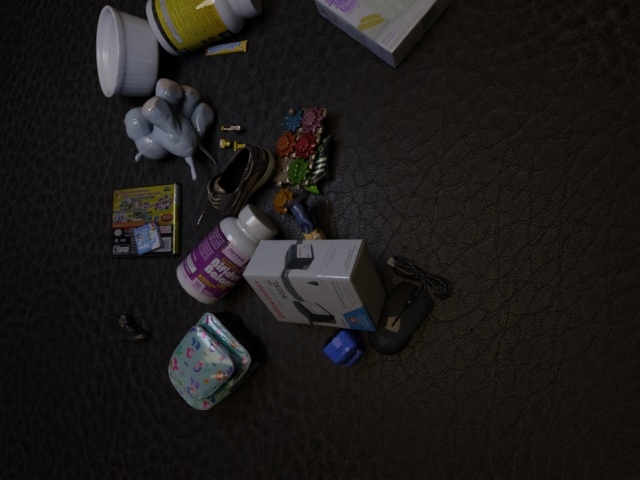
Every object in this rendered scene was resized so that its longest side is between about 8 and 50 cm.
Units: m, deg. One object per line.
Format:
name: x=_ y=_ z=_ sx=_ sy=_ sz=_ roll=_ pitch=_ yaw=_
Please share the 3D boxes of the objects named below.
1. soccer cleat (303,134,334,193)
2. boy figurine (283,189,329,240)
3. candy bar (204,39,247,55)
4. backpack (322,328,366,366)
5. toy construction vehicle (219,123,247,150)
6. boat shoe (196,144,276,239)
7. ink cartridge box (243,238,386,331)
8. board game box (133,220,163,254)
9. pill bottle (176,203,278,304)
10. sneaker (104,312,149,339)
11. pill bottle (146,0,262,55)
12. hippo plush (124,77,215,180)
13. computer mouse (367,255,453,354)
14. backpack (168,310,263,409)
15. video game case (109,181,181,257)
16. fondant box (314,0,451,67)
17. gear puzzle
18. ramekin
soccer cleat: x=0.008 y=-0.226 z=1.234 sx=0.072 sy=0.060 sz=0.179 roll=27 pitch=98 yaw=6
boy figurine: x=0.000 y=0.000 z=1.157 sx=0.092 sy=0.177 sz=0.285 roll=-33 pitch=94 yaw=1
candy bar: x=-0.321 y=-0.650 z=1.392 sx=0.162 sy=0.018 sz=0.040 roll=1 pitch=85 yaw=17
backpack: x=0.069 y=0.291 z=1.131 sx=0.101 sy=0.120 sz=0.098 roll=41 pitch=97 yaw=17
toy construction vehicle: x=-0.282 y=-0.336 z=1.347 sx=0.098 sy=0.035 sz=0.085 roll=3 pitch=97 yaw=20
boat shoe: x=-0.288 y=-0.153 z=1.262 sx=0.132 sy=0.130 sz=0.355 roll=44 pitch=104 yaw=29
ink cartridge box: x=-0.011 y=0.115 z=1.080 sx=0.307 sy=0.223 sz=0.129 roll=0 pitch=47 yaw=29
board game box: x=-0.577 y=-0.008 z=1.377 sx=0.090 sy=0.020 sz=0.090 roll=-20 pitch=81 yaw=16
pill bottle: x=-0.273 y=0.038 z=1.236 sx=0.301 sy=0.169 sz=0.169 roll=-45 pitch=74 yaw=10
sneaker: x=-0.659 y=0.289 z=1.397 sx=0.170 sy=0.051 sz=0.089 roll=-4 pitch=89 yaw=21
pill bottle: x=-0.368 y=-0.742 z=1.325 sx=0.334 sy=0.188 sz=0.187 roll=-13 pitch=81 yaw=17
hippo plush: x=-0.496 y=-0.364 z=1.355 sx=0.237 sy=0.234 sz=0.294 roll=-5 pitch=126 yaw=34
computer mouse: x=0.215 y=0.191 z=1.119 sx=0.188 sy=0.072 sz=0.272 roll=30 pitch=94 yaw=17
backpack: x=-0.328 y=0.366 z=1.223 sx=0.225 sy=0.191 sz=0.253 roll=42 pitch=103 yaw=16
video game case: x=-0.606 y=-0.068 z=1.422 sx=0.275 sy=0.035 sz=0.248 roll=-3 pitch=85 yaw=18
fondant box: x=0.173 y=-0.705 z=1.201 sx=0.330 sy=0.096 sz=0.238 roll=44 pitch=99 yaw=17
gear puzzle: x=-0.092 y=-0.244 z=1.240 sx=0.175 sy=0.044 sz=0.338 roll=14 pitch=90 yaw=39
ramekin: x=-0.645 y=-0.615 z=1.375 sx=0.277 sy=0.135 sz=0.277 roll=10 pitch=104 yaw=49
